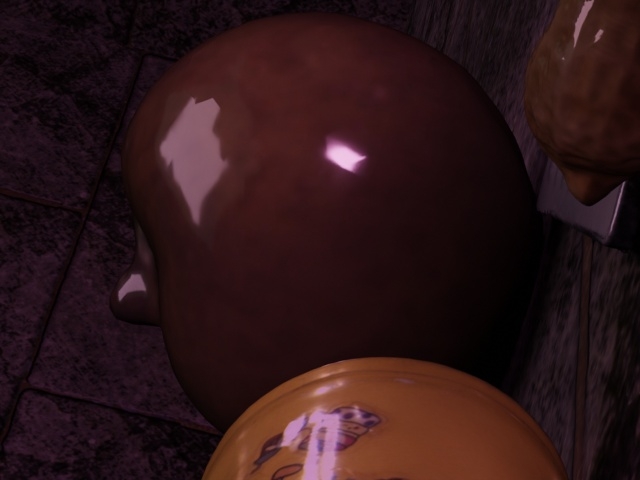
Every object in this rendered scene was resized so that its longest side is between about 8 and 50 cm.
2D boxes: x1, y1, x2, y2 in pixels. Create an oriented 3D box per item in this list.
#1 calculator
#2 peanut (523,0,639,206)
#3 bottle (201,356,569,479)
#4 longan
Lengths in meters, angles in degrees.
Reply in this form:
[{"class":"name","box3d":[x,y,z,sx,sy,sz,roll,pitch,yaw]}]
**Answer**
[{"class":"calculator","box3d":[0.155,-0.079,0.984,0.261,0.021,0.161,-100,24,-86]},{"class":"peanut","box3d":[0.137,-0.106,0.779,0.104,0.086,0.228,-63,-11,-54]},{"class":"bottle","box3d":[0.018,0.188,0.696,0.351,0.172,0.171,-79,4,-68]},{"class":"longan","box3d":[0.000,0.000,1.215,0.243,0.300,0.300,-21,-51,-64]}]
